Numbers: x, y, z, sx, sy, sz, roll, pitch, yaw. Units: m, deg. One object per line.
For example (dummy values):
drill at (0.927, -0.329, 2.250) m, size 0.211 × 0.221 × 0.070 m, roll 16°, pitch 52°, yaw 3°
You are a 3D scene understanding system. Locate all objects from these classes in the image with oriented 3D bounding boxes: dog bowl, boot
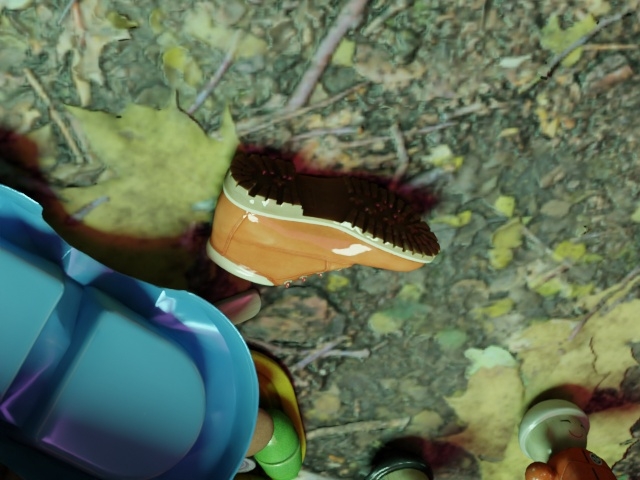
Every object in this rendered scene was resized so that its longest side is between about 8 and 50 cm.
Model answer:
dog bowl at (-0.182, 0.074, 0.864) m, size 0.297 × 0.074 × 0.166 m, roll 32°, pitch 81°, yaw -24°
boot at (0.000, 0.000, 0.913) m, size 0.157 × 0.059 × 0.085 m, roll 16°, pitch 126°, yaw -14°

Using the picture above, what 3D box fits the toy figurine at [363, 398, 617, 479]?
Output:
toy figurine at (0.152, 0.251, 1.089) m, size 0.213 × 0.148 × 0.210 m, roll -21°, pitch 131°, yaw 1°

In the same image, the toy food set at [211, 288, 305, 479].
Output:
toy food set at (-0.076, 0.151, 1.001) m, size 0.128 × 0.071 × 0.218 m, roll -15°, pitch 129°, yaw -2°
